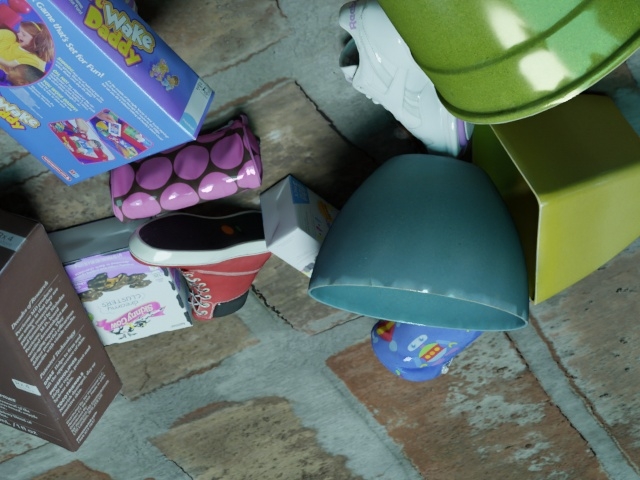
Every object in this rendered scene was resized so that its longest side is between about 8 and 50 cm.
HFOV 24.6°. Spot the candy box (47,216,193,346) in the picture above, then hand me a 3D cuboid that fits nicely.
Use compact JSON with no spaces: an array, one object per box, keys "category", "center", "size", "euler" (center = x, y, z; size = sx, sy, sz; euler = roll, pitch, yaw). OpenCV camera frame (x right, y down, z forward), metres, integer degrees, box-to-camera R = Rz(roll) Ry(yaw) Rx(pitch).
[{"category":"candy box","center":[-0.288,0.058,2.095],"size":[0.165,0.070,0.196],"euler":[-14,138,5]}]

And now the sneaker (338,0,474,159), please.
[{"category":"sneaker","center":[0.114,-0.210,1.872],"size":[0.152,0.114,0.305],"euler":[3,145,22]}]

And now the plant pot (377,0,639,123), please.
[{"category":"plant pot","center":[0.161,-0.375,1.531],"size":[0.366,0.366,0.353],"euler":[-33,121,24]}]

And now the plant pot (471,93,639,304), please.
[{"category":"plant pot","center":[0.331,-0.079,1.974],"size":[0.187,0.212,0.212],"euler":[-18,139,-10]}]

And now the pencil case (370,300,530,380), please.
[{"category":"pencil case","center":[0.212,0.098,2.193],"size":[0.133,0.119,0.306],"euler":[39,123,-12]}]

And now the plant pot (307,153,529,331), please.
[{"category":"plant pot","center":[0.142,-0.003,1.931],"size":[0.290,0.195,0.290],"euler":[9,169,2]}]

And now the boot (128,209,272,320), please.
[{"category":"boot","center":[-0.179,0.050,2.032],"size":[0.244,0.088,0.176],"euler":[-3,133,-43]}]

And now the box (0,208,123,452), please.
[{"category":"box","center":[-0.431,0.118,2.030],"size":[0.191,0.143,0.381],"euler":[16,144,26]}]

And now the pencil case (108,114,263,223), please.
[{"category":"pencil case","center":[-0.180,-0.093,1.937],"size":[0.209,0.098,0.095],"euler":[-16,-178,6]}]

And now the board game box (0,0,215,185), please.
[{"category":"board game box","center":[-0.323,-0.222,1.677],"size":[0.233,0.078,0.347],"euler":[-15,133,39]}]

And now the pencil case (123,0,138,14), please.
[{"category":"pencil case","center":[-0.266,-0.300,1.691],"size":[0.086,0.088,0.206],"euler":[-13,138,0]}]

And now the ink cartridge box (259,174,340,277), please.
[{"category":"ink cartridge box","center":[0.000,0.000,2.059],"size":[0.062,0.104,0.181],"euler":[-33,134,25]}]
